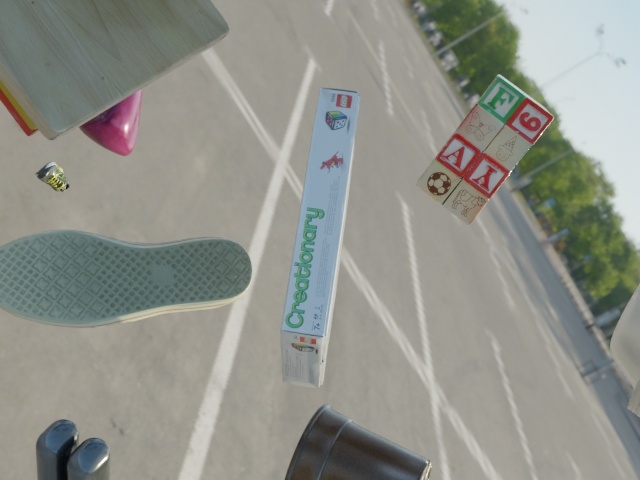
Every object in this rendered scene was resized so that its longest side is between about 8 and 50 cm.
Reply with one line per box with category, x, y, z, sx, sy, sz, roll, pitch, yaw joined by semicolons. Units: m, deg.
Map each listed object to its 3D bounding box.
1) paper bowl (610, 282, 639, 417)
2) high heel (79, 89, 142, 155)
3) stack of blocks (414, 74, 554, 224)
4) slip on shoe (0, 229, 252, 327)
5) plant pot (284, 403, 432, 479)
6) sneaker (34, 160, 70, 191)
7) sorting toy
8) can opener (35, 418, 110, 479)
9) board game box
paper bowl;0.448;0.088;1.119;0.148;0.284;0.284;33;2;23
high heel;-0.324;-0.324;1.545;0.181;0.127;0.377;59;38;-51
stack of blocks;0.227;-0.134;1.322;0.087;0.171;0.297;37;15;3
slip on shoe;-0.255;0.049;1.219;0.101;0.331;0.123;156;-70;-69
plant pot;0.053;0.328;1.296;0.165;0.167;0.167;19;1;17
sneaker;-0.373;-0.088;1.354;0.035;0.031;0.083;51;3;3
sorting toy;-0.272;-0.256;1.009;0.255;0.089;0.257;-41;97;-37
can opener;-0.240;0.278;0.970;0.093;0.074;0.280;-51;158;-43
board game box;0.000;0.000;1.135;0.193;0.053;0.305;94;4;-65
